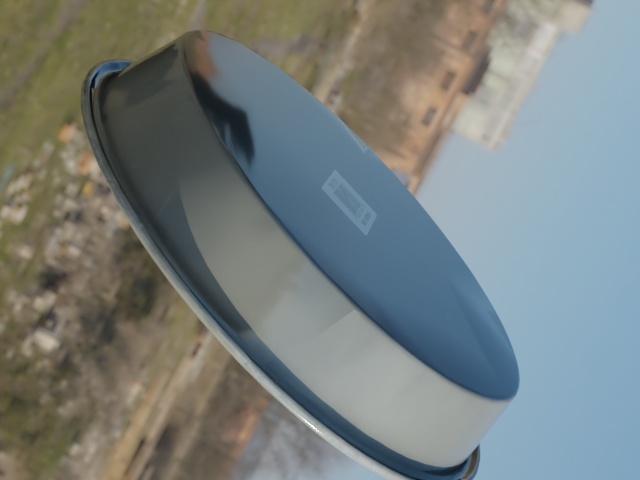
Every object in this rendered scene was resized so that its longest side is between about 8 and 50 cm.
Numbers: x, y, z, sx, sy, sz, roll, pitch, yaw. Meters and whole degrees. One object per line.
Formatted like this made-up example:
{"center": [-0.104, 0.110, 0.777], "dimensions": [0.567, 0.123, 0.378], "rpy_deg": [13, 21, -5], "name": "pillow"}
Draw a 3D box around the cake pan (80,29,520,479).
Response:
{"center": [0.000, 0.000, 0.851], "dimensions": [0.054, 0.293, 0.293], "rpy_deg": [-42, -174, 16], "name": "cake pan"}
